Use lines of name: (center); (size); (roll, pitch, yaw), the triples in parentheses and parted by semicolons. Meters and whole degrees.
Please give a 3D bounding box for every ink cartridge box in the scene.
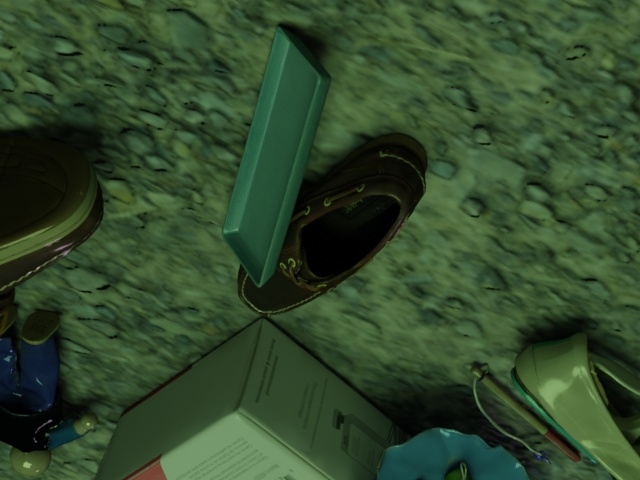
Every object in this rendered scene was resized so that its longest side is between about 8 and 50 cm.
ink cartridge box: (-0.023, 0.229, 1.387); (0.283, 0.117, 0.207); (40, 126, -20)

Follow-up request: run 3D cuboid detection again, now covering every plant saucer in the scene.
plant saucer: (-0.032, -0.059, 1.178); (0.018, 0.067, 0.192); (-7, 132, -31)

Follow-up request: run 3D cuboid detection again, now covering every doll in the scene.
doll: (-0.255, 0.141, 1.413); (0.129, 0.046, 0.189); (11, 131, 5)

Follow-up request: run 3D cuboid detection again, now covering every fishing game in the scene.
fishing game: (0.104, 0.240, 1.300); (0.189, 0.264, 0.041); (42, 164, -21)

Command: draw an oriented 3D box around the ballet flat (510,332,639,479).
ballet flat: (0.252, 0.165, 1.303); (0.086, 0.086, 0.248); (-27, 118, 31)

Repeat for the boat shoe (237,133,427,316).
boat shoe: (0.000, 0.000, 1.220); (0.073, 0.073, 0.207); (33, 130, -16)

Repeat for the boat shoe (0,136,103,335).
boat shoe: (-0.292, 0.021, 1.284); (0.342, 0.123, 0.123); (-20, 136, 27)
